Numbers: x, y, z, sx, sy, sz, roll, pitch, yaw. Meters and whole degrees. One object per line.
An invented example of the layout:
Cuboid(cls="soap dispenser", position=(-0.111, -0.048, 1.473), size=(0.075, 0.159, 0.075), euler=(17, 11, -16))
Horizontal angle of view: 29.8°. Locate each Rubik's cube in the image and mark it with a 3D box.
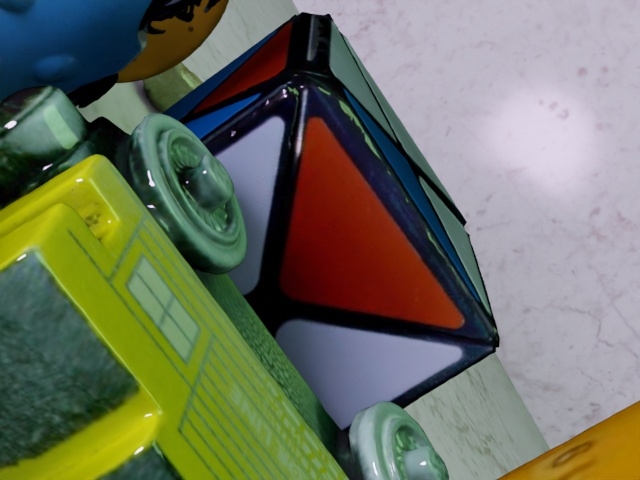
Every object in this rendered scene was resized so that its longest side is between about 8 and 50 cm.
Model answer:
Cuboid(cls="Rubik's cube", position=(-0.032, 0.005, 0.917), size=(0.250, 0.248, 0.246), euler=(54, 14, -17))

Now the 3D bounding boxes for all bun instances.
Cuboid(cls="bun", position=(-0.158, -0.163, 1.281), size=(0.086, 0.055, 0.086), euler=(47, 4, -4))

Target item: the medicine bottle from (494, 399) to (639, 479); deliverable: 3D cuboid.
Cuboid(cls="medicine bottle", position=(0.034, 0.208, 0.356), size=(0.224, 0.384, 0.224), euler=(55, 13, -19))

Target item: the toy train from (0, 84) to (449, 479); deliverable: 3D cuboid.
Cuboid(cls="toy train", position=(-0.070, 0.127, 0.676), size=(0.442, 0.179, 0.272), euler=(55, 20, -18))

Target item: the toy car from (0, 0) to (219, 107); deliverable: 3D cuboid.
Cuboid(cls="toy car", position=(-0.194, -0.189, 0.774), size=(0.188, 0.255, 0.190), euler=(59, 28, 2))

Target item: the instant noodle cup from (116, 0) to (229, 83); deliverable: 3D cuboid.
Cuboid(cls="instant noodle cup", position=(-0.188, -0.263, 1.080), size=(0.216, 0.216, 0.172), euler=(54, 4, -20))
